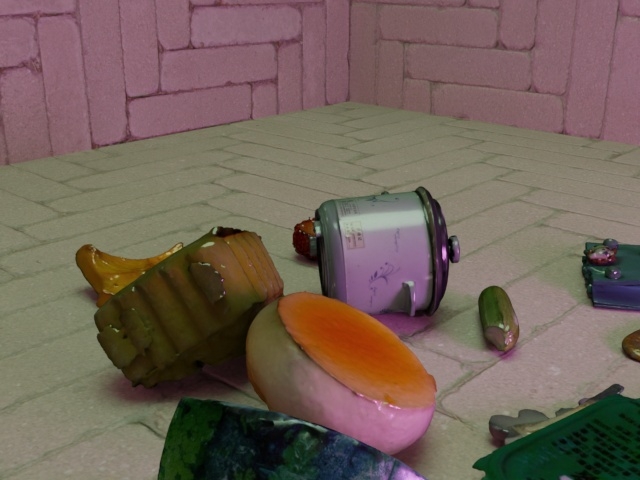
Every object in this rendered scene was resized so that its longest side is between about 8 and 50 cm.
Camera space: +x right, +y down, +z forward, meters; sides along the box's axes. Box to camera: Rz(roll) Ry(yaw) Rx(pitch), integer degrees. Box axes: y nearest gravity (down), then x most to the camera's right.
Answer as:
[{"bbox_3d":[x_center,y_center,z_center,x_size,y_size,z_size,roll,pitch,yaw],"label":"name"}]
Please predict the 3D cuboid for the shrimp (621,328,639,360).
[{"bbox_3d":[0.648,0.190,1.488,0.178,0.034,0.124,-15,27,-33],"label":"shrimp"}]

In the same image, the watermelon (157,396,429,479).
[{"bbox_3d":[-0.013,0.348,0.878,0.292,0.319,0.222,6,54,34],"label":"watermelon"}]

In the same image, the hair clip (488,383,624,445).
[{"bbox_3d":[0.378,0.275,1.197,0.257,0.075,0.146,-13,20,-17],"label":"hair clip"}]

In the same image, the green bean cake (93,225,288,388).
[{"bbox_3d":[-0.205,0.131,1.399,0.285,0.202,0.310,-34,-6,13],"label":"green bean cake"}]

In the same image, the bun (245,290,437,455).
[{"bbox_3d":[0.020,0.216,1.182,0.299,0.164,0.299,27,20,-11],"label":"bun"}]

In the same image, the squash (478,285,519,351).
[{"bbox_3d":[0.343,0.148,1.548,0.069,0.069,0.239,2,18,5],"label":"squash"}]

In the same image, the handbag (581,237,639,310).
[{"bbox_3d":[0.717,0.065,1.744,0.274,0.100,0.268,6,21,14],"label":"handbag"}]

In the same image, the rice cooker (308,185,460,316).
[{"bbox_3d":[0.132,0.027,1.606,0.317,0.264,0.316,-1,44,1],"label":"rice cooker"}]

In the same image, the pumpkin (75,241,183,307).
[{"bbox_3d":[-0.351,0.085,1.678,0.259,0.095,0.290,-6,23,-30],"label":"pumpkin"}]

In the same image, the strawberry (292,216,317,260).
[{"bbox_3d":[0.000,0.000,1.935,0.145,0.086,0.145,0,21,0],"label":"strawberry"}]

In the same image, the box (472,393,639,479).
[{"bbox_3d":[0.386,0.325,0.993,0.337,0.105,0.264,-14,23,-33],"label":"box"}]
